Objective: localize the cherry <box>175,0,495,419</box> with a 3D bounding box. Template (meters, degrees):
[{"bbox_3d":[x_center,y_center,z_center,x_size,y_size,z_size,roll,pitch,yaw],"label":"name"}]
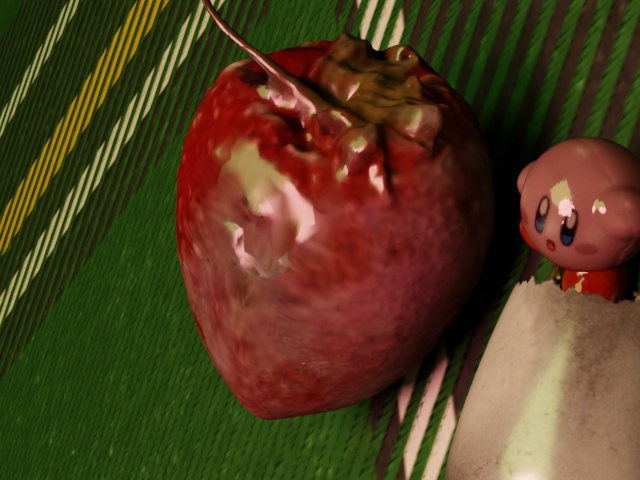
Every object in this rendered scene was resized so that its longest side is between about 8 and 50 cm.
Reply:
[{"bbox_3d":[0.000,0.000,0.887,0.175,0.192,0.249,-37,-33,-64],"label":"cherry"}]

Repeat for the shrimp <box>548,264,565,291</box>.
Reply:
[{"bbox_3d":[0.098,0.111,0.782,0.148,0.035,0.195,-40,40,52],"label":"shrimp"}]

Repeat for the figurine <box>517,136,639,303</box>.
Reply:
[{"bbox_3d":[0.131,-0.018,0.755,0.083,0.067,0.071,41,149,39],"label":"figurine"}]

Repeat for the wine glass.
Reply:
[{"bbox_3d":[0.104,0.141,0.638,0.126,0.126,0.241,8,83,65],"label":"wine glass"}]
